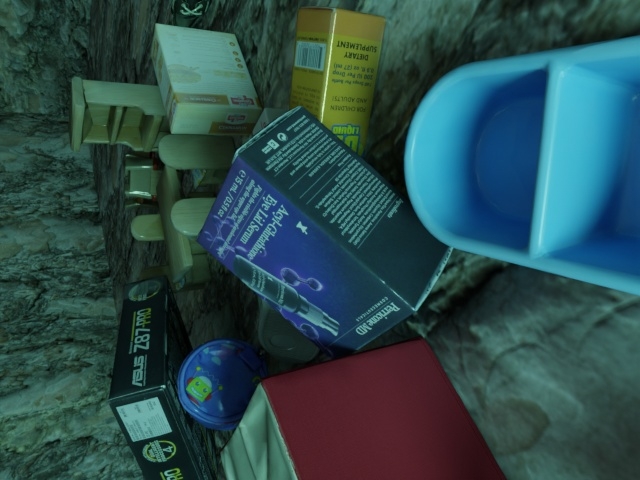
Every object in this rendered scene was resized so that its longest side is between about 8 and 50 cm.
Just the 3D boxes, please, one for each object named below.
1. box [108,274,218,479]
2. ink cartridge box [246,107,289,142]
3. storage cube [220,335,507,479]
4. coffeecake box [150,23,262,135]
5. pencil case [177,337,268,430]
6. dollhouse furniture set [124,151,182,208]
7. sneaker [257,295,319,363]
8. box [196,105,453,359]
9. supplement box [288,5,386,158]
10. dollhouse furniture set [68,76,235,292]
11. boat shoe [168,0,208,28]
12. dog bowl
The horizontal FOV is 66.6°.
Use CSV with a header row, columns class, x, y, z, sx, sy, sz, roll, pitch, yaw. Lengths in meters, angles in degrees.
class,x,y,z,sx,sy,sz,roll,pitch,yaw
box,-0.283,0.313,0.936,0.318,0.097,0.395,-114,13,-57
ink cartridge box,-0.062,-0.118,0.709,0.180,0.060,0.104,-46,56,52
storage cube,0.032,0.234,0.481,0.215,0.193,0.184,62,142,31
coffeecake box,-0.197,-0.272,0.829,0.068,0.142,0.186,-52,51,49
pencil case,-0.150,0.238,0.789,0.119,0.133,0.306,54,160,13
dollhouse furniture set,-0.459,-0.204,1.327,0.259,0.135,0.262,-122,39,-54
sneaker,-0.040,0.052,0.699,0.151,0.094,0.256,-81,-12,-52
box,0.000,0.000,0.490,0.207,0.108,0.153,41,139,1
supplement box,0.010,-0.142,0.572,0.080,0.078,0.234,35,125,47
dollhouse furniture set,-0.354,-0.112,1.003,0.362,0.256,0.394,-39,62,54
boat shoe,-0.254,-0.477,0.965,0.219,0.077,0.070,-175,82,-67
dog bowl,0.169,-0.051,0.326,0.297,0.074,0.166,20,111,57
